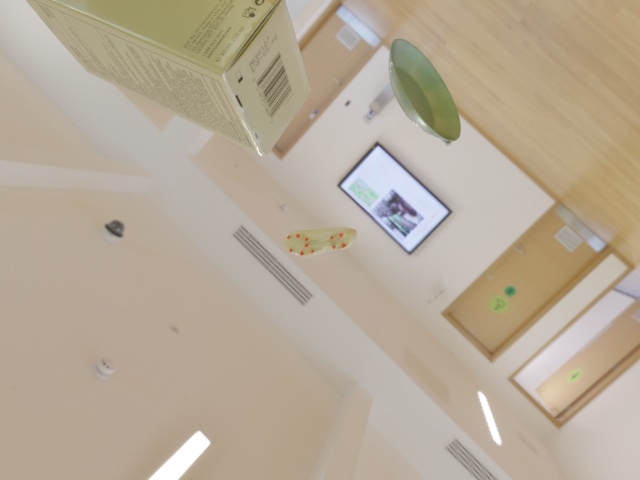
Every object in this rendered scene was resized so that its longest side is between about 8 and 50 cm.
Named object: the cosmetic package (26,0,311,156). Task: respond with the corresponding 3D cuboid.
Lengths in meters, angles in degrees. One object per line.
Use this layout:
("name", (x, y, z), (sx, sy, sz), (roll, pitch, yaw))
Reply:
("cosmetic package", (-0.178, -0.234, 0.598), (0.309, 0.113, 0.160), (29, 166, 18))

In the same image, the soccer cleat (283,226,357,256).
("soccer cleat", (0.000, 0.000, 1.279), (0.076, 0.196, 0.068), (-30, -67, -60))

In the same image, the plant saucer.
("plant saucer", (0.166, -0.244, 0.855), (0.194, 0.037, 0.195), (27, -131, -36))
